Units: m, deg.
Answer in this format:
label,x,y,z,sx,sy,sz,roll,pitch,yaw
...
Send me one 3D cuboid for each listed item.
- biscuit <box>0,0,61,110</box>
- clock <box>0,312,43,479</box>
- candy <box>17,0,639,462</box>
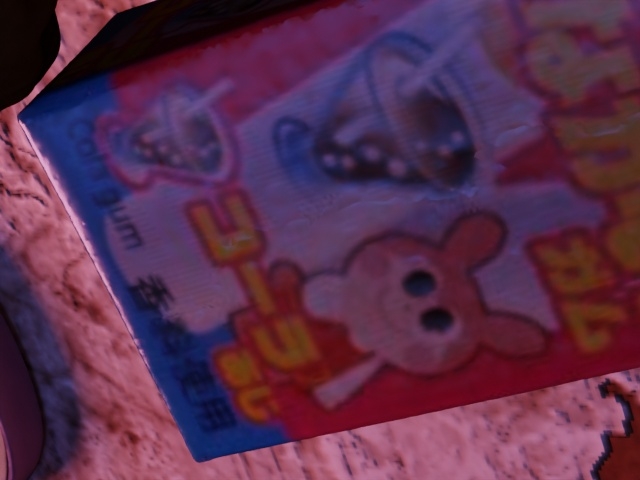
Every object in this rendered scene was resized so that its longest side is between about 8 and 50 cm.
label,x,y,z,sx,sy,sz,roll,pitch,yaw
biscuit,-0.221,-0.156,0.692,0.366,0.115,0.268,45,166,31
clock,-0.227,0.060,0.970,0.198,0.064,0.172,37,135,1
candy,0.066,-0.035,0.666,0.306,0.100,0.157,-15,112,26
